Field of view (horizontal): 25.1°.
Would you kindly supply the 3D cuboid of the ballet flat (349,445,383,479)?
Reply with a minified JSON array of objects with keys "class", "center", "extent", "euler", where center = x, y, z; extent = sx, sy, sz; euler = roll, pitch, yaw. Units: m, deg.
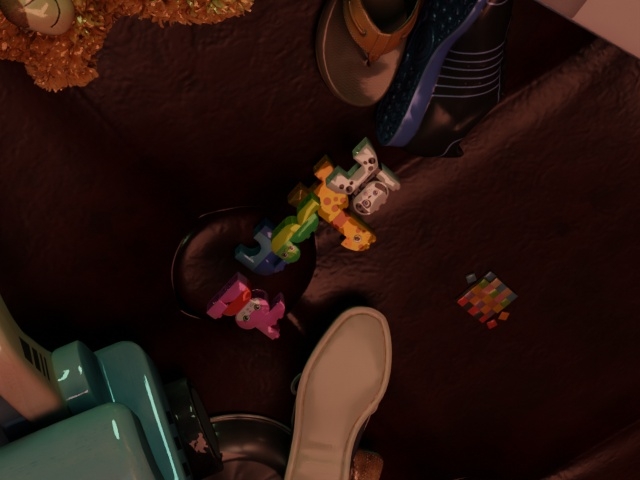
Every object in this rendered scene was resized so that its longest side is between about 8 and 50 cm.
[{"class":"ballet flat","center":[0.021,0.315,1.635],"extent":[0.067,0.073,0.206],"euler":[0,130,-33]}]

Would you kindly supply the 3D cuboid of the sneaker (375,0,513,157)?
[{"class":"sneaker","center":[0.136,-0.173,1.312],"extent":[0.090,0.081,0.232],"euler":[11,128,-26]}]

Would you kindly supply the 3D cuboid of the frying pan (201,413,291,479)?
[{"class":"frying pan","center":[-0.165,0.268,1.563],"extent":[0.326,0.053,0.197],"euler":[6,122,-23]}]

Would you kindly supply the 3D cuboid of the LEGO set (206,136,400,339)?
[{"class":"LEGO set","center":[0.000,0.000,1.385],"extent":[0.093,0.087,0.227],"euler":[38,109,-18]}]

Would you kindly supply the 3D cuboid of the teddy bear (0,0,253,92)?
[{"class":"teddy bear","center":[-0.149,-0.261,1.144],"extent":[0.338,0.113,0.245],"euler":[-23,126,1]}]

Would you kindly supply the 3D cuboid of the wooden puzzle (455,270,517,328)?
[{"class":"wooden puzzle","center":[0.178,0.062,1.533],"extent":[0.049,0.006,0.083],"euler":[-41,125,15]}]

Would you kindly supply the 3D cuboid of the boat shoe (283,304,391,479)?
[{"class":"boat shoe","center":[0.015,0.180,1.521],"extent":[0.095,0.079,0.254],"euler":[8,106,-6]}]

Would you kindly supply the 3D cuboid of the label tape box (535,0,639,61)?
[{"class":"label tape box","center":[0.250,-0.242,1.181],"extent":[0.348,0.249,0.115],"euler":[22,117,-28]}]

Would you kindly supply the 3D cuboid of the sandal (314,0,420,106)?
[{"class":"sandal","center":[0.059,-0.212,1.268],"extent":[0.090,0.060,0.219],"euler":[13,120,-23]}]

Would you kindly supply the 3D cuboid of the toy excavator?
[{"class":"toy excavator","center":[-0.246,0.159,1.325],"extent":[0.222,0.433,0.445],"euler":[-21,156,0]}]
